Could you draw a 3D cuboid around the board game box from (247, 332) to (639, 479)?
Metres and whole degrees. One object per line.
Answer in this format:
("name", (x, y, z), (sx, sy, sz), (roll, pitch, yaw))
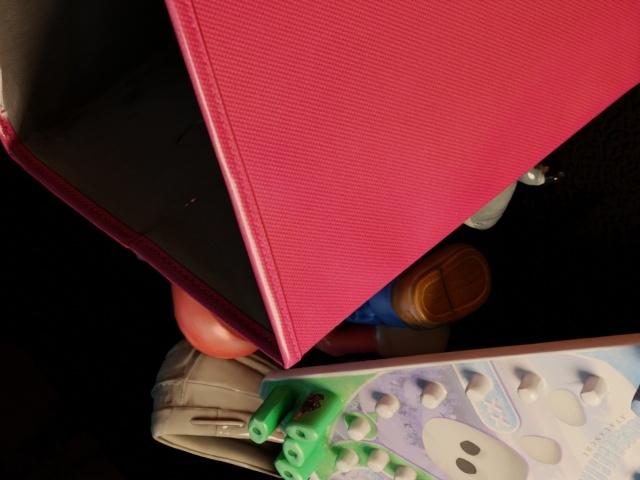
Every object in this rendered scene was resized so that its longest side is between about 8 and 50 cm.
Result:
("board game box", (0.175, 0.243, 0.820), (0.390, 0.050, 0.389), (-11, 117, 40))

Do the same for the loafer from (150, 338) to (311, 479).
("loafer", (-0.007, 0.195, 1.071), (0.320, 0.111, 0.112), (26, 143, -14))

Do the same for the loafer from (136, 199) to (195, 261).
("loafer", (-0.123, -0.011, 1.185), (0.087, 0.094, 0.251), (29, 169, -8))

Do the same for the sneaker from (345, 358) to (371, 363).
("sneaker", (0.074, 0.153, 0.920), (0.153, 0.094, 0.235), (13, -174, -35))

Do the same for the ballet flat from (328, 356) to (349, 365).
("ballet flat", (0.032, 0.211, 1.211), (0.058, 0.084, 0.249), (36, 147, 29))

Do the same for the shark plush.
("shark plush", (0.118, -0.057, 0.716), (0.067, 0.073, 0.161), (36, 138, -10))

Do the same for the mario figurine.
("mario figurine", (0.000, 0.000, 0.952), (0.321, 0.170, 0.198), (-10, 81, 54))

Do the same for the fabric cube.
("fabric cube", (-0.024, -0.155, 0.537), (0.259, 0.258, 0.254), (32, 151, 40))
